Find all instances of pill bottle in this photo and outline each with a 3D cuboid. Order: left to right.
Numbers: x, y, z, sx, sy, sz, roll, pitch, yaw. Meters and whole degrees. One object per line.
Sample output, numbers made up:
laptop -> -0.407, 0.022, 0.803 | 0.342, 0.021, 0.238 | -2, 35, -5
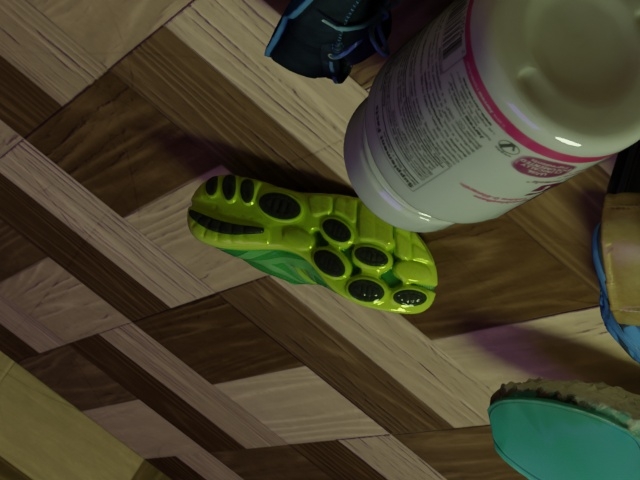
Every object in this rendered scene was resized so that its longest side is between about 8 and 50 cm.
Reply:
pill bottle -> 0.132, -0.105, 1.121 | 0.160, 0.160, 0.283 | 37, 156, -9

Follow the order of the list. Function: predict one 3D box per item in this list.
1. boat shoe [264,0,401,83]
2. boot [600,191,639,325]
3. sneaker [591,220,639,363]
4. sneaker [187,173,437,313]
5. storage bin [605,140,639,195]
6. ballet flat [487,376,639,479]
boat shoe -> 0.025, -0.195, 1.184 | 0.089, 0.109, 0.258 | 28, 173, -6
boot -> 0.365, 0.047, 1.116 | 0.269, 0.089, 0.236 | -2, 131, 18
sneaker -> 0.283, 0.053, 1.346 | 0.082, 0.069, 0.209 | 13, 150, 44
sneaker -> 0.000, 0.000, 1.578 | 0.295, 0.109, 0.123 | 21, 176, 21
storage bin -> 0.300, -0.013, 1.183 | 0.091, 0.098, 0.135 | 1, 142, 33
ballet flat -> 0.375, 0.234, 1.498 | 0.409, 0.147, 0.147 | 18, 152, 32
